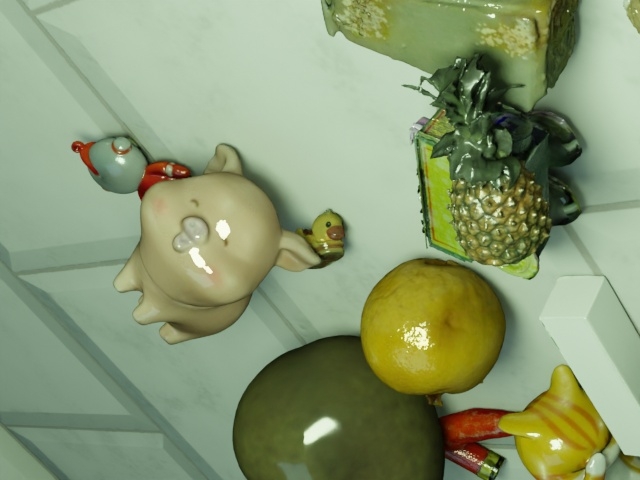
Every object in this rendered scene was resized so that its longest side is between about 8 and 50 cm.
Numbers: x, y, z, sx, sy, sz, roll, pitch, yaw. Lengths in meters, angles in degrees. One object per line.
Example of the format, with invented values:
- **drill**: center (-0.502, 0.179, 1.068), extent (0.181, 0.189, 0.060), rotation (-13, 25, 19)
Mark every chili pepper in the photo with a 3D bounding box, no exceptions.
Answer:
- **chili pepper**: center (0.253, 0.304, 2.157), extent (0.272, 0.071, 0.063), rotation (-20, 82, 46)

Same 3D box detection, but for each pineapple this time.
- **pineapple**: center (0.176, -0.089, 1.421), extent (0.125, 0.125, 0.251), rotation (6, 135, 36)

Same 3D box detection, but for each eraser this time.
- **eraser**: center (0.407, 0.178, 1.834), extent (0.076, 0.078, 0.298), rotation (-4, 133, 43)

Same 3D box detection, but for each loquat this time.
- **loquat**: center (0.159, 0.128, 1.877), extent (0.208, 0.208, 0.208), rotation (23, 147, 16)

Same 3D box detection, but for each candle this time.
- **candle**: center (0.245, 0.361, 2.250), extent (0.130, 0.052, 0.052), rotation (27, 148, 12)

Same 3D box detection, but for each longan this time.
- **longan**: center (0.032, 0.333, 2.120), extent (0.361, 0.361, 0.361), rotation (23, 147, 16)

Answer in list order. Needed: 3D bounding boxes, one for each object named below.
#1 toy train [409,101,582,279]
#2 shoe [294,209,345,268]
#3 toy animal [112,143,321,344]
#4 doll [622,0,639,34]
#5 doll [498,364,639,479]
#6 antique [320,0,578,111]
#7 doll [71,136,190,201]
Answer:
- **toy train**: center (0.217, -0.069, 1.628), extent (0.177, 0.134, 0.261), rotation (25, 147, 29)
- **shoe**: center (-0.003, 0.001, 1.969), extent (0.072, 0.069, 0.109), rotation (-5, 159, -8)
- **toy animal**: center (-0.169, 0.028, 1.953), extent (0.237, 0.269, 0.326), rotation (49, 175, 13)
- **doll**: center (0.369, -0.195, 1.342), extent (0.115, 0.105, 0.221), rotation (12, 141, 27)
- **doll**: center (0.390, 0.333, 1.972), extent (0.162, 0.166, 0.270), rotation (17, 144, 46)
- **antique**: center (0.132, -0.261, 1.445), extent (0.284, 0.125, 0.150), rotation (19, 145, 22)
- **doll**: center (-0.278, -0.096, 2.077), extent (0.245, 0.076, 0.142), rotation (28, 140, 0)
